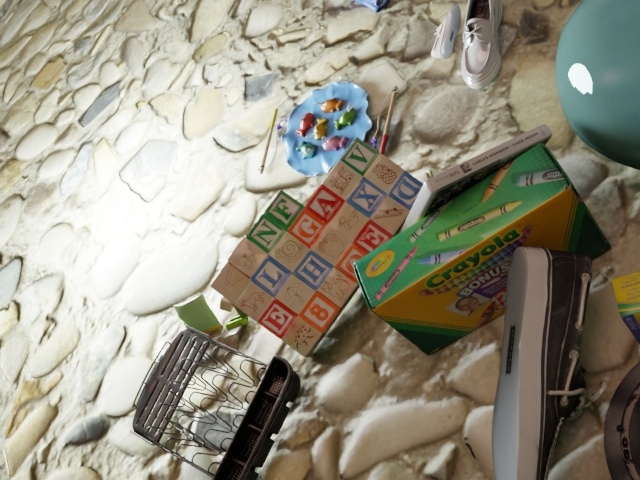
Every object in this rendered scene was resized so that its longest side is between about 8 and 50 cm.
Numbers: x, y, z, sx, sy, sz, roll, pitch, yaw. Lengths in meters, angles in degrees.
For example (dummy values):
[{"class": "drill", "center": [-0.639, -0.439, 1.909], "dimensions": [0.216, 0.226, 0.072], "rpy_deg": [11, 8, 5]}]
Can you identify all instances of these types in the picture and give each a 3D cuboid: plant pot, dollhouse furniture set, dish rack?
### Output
[{"class": "plant pot", "center": [0.420, -0.204, 0.933], "dimensions": [0.235, 0.293, 0.293], "rpy_deg": [-2, 61, 53]}, {"class": "dollhouse furniture set", "center": [-0.169, 0.120, 1.282], "dimensions": [0.151, 0.076, 0.058], "rpy_deg": [-25, 15, 24]}, {"class": "dish rack", "center": [-0.172, 0.241, 1.209], "dimensions": [0.271, 0.074, 0.208], "rpy_deg": [19, 75, 33]}]

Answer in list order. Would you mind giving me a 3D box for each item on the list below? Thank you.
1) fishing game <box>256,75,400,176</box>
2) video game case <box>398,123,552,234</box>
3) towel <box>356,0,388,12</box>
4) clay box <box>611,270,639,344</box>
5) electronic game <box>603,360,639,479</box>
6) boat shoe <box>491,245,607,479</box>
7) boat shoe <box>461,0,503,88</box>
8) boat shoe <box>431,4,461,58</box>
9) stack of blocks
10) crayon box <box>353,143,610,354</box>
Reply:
[{"class": "fishing game", "center": [0.006, -0.199, 1.388], "dimensions": [0.264, 0.041, 0.189], "rpy_deg": [0, 66, 36]}, {"class": "video game case", "center": [0.191, -0.066, 1.038], "dimensions": [0.173, 0.190, 0.022], "rpy_deg": [-26, 74, -14]}, {"class": "towel", "center": [0.144, -0.566, 1.517], "dimensions": [0.285, 0.034, 0.209], "rpy_deg": [-47, 46, 3]}, {"class": "clay box", "center": [0.438, 0.055, 0.854], "dimensions": [0.222, 0.127, 0.053], "rpy_deg": [-19, 54, 27]}, {"class": "electronic game", "center": [0.410, 0.209, 0.834], "dimensions": [0.229, 0.048, 0.229], "rpy_deg": [-14, 62, 28]}, {"class": "boat shoe", "center": [0.262, 0.163, 0.931], "dimensions": [0.105, 0.113, 0.306], "rpy_deg": [7, 78, -2]}, {"class": "boat shoe", "center": [0.250, -0.325, 1.269], "dimensions": [0.066, 0.063, 0.184], "rpy_deg": [1, 64, 36]}, {"class": "boat shoe", "center": [0.204, -0.343, 1.335], "dimensions": [0.035, 0.035, 0.100], "rpy_deg": [5, 73, 35]}, {"class": "stack of blocks", "center": [0.000, 0.000, 1.179], "dimensions": [0.171, 0.087, 0.297], "rpy_deg": [36, 86, 7]}, {"class": "crayon box", "center": [0.202, 0.020, 1.022], "dimensions": [0.278, 0.165, 0.081], "rpy_deg": [-34, 48, 15]}]
